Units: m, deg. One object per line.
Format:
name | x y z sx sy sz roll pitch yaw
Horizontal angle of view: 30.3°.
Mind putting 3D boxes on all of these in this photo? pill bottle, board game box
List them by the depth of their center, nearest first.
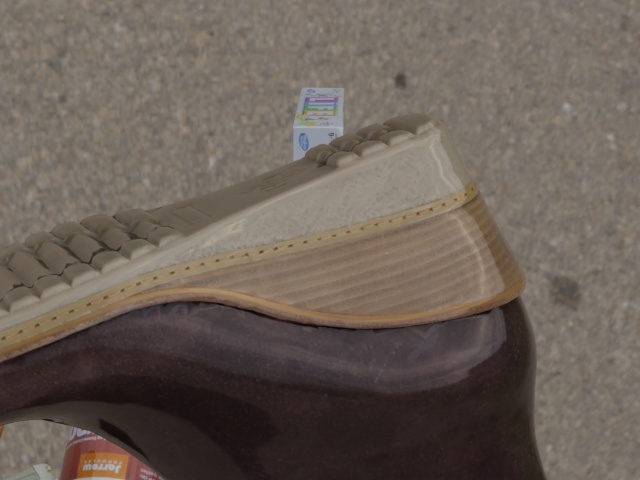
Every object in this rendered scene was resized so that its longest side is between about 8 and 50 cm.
board game box | 0.000 0.000 0.661 0.026 0.154 0.103 1 19 2
pill bottle | -0.217 0.244 1.275 0.121 0.121 0.216 6 55 -3

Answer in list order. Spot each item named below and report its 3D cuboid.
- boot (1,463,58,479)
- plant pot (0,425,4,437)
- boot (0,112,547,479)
boot | -0.366 0.402 1.737 0.213 0.077 0.165 -4 45 -41
plant pot | -0.482 0.172 1.138 0.291 0.291 0.203 23 33 8
boot | -0.028 0.085 0.436 0.248 0.207 0.090 -20 18 -10
